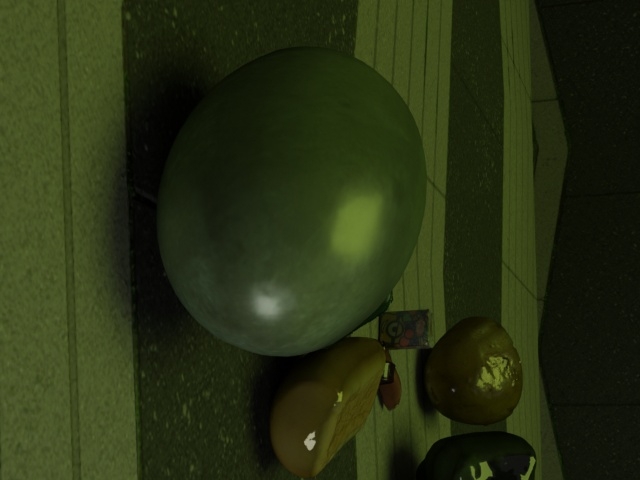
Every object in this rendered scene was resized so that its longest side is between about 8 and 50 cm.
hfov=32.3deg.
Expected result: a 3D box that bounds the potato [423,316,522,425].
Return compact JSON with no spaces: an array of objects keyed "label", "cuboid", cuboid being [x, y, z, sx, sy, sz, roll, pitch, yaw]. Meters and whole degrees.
[{"label":"potato","cuboid":[0.263,0.257,2.032,0.158,0.178,0.203,-19,120,-54]}]

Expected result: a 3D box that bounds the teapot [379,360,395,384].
[{"label":"teapot","cuboid":[0.075,0.199,1.624,0.100,0.068,0.045,141,-45,-71]}]

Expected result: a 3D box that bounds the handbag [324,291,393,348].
[{"label":"handbag","cuboid":[-0.001,0.001,1.402,0.326,0.089,0.238,-15,101,-70]}]

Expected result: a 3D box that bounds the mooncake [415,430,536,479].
[{"label":"mooncake","cuboid":[0.268,0.494,1.818,0.351,0.187,0.351,173,-90,-77]}]

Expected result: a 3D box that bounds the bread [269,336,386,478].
[{"label":"bread","cuboid":[0.002,0.193,1.345,0.217,0.098,0.147,-19,125,-68]}]

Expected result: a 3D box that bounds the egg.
[{"label":"egg","cuboid":[-0.025,-0.044,1.079,0.352,0.258,0.258,-62,144,-49]}]

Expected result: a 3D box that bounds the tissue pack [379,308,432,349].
[{"label":"tissue pack","cuboid":[0.139,0.145,1.786,0.035,0.083,0.063,47,43,-64]}]

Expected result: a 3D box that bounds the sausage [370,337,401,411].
[{"label":"sausage","cuboid":[0.097,0.206,1.720,0.176,0.040,0.047,67,12,-52]}]
